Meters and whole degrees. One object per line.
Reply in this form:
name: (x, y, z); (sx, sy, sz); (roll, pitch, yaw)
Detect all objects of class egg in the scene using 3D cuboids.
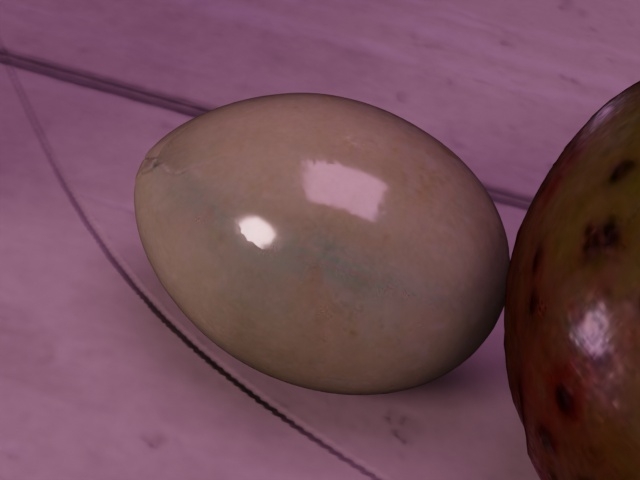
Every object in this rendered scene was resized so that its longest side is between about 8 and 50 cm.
egg: (0.000, 0.000, 0.702); (0.152, 0.114, 0.114); (21, 41, -2)

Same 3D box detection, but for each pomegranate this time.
pomegranate: (0.211, 0.013, 0.645); (0.306, 0.242, 0.242); (-39, 61, -10)
